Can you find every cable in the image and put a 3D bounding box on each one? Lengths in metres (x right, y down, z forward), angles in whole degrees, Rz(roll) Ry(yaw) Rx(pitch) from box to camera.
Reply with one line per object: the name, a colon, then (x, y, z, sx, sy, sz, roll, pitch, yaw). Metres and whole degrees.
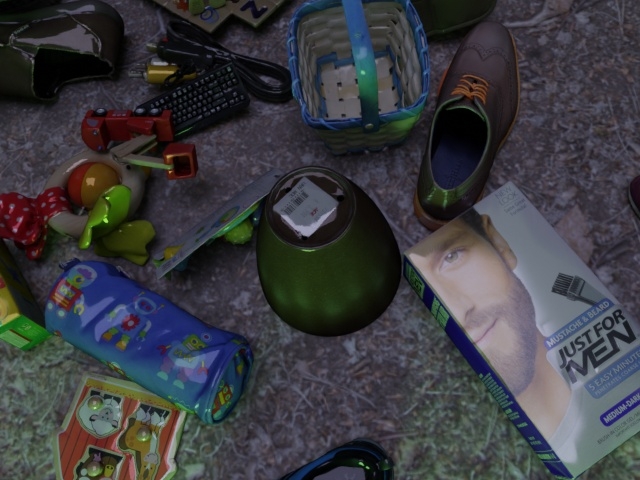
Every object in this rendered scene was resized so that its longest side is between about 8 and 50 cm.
cable: (-0.179, -0.305, 1.033, 0.287, 0.072, 0.139, 14, 55, -1)

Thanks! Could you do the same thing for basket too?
basket: (0.051, -0.274, 0.850, 0.201, 0.289, 0.254, -10, 72, 9)

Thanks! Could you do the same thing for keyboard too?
keyboard: (-0.216, -0.238, 0.978, 0.180, 0.023, 0.108, -23, 95, 7)

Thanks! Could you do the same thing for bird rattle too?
bird rattle: (-0.373, -0.055, 0.939, 0.254, 0.143, 0.207, 6, 58, 23)

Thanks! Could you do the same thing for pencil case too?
pencil case: (-0.237, 0.133, 0.829, 0.306, 0.119, 0.133, 25, 64, 15)

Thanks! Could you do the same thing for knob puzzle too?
knob puzzle: (-0.290, 0.294, 0.823, 0.213, 0.030, 0.213, -2, 70, 6)

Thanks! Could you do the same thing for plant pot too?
plant pot: (0.000, 0.000, 0.788, 0.215, 0.230, 0.215, -2, 70, 7)

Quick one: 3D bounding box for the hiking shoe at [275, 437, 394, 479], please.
hiking shoe: (-0.049, 0.338, 0.721, 0.304, 0.132, 0.113, -35, 70, -6)

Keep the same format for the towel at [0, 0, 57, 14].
towel: (-0.626, -0.381, 0.986, 0.324, 0.312, 0.056, -21, 105, -4)

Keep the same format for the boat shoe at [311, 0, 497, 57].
boat shoe: (0.132, -0.391, 0.992, 0.302, 0.113, 0.103, -9, 48, 6)

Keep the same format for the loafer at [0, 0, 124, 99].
loafer: (-0.517, -0.308, 1.017, 0.366, 0.134, 0.130, -16, 68, 1)

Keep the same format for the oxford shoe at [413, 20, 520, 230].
oxford shoe: (0.232, -0.195, 0.883, 0.130, 0.132, 0.363, 12, 72, 12)

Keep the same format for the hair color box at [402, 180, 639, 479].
hair color box: (0.279, 0.111, 0.780, 0.185, 0.110, 0.339, -34, 68, -5)

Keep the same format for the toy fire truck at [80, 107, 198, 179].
toy fire truck: (-0.282, -0.152, 0.918, 0.192, 0.047, 0.135, 0, 43, -1)

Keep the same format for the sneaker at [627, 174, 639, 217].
sneaker: (0.507, -0.028, 0.814, 0.070, 0.084, 0.185, -31, 70, -5)

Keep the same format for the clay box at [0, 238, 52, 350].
clay box: (-0.485, 0.047, 0.874, 0.053, 0.127, 0.222, -32, 73, -15)

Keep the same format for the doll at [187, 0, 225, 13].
doll: (-0.233, -0.489, 1.061, 0.129, 0.046, 0.189, -19, 64, -5)

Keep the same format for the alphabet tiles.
alphabet tiles: (-0.191, -0.520, 1.104, 0.342, 0.011, 0.285, 34, 72, 19)

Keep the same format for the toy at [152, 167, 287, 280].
toy: (-0.140, -0.018, 0.890, 0.237, 0.137, 0.056, -35, 110, -8)
